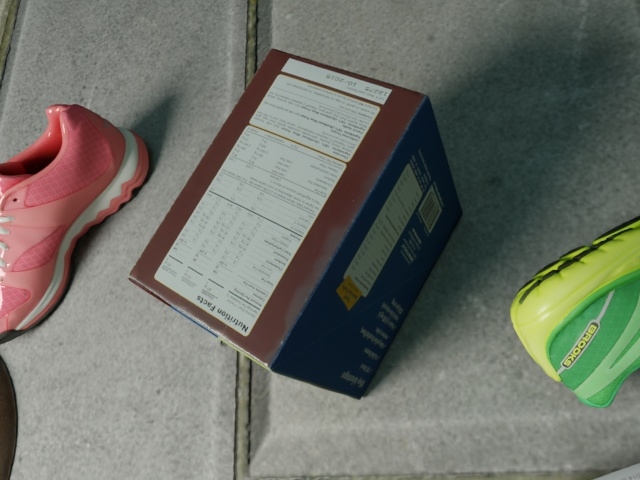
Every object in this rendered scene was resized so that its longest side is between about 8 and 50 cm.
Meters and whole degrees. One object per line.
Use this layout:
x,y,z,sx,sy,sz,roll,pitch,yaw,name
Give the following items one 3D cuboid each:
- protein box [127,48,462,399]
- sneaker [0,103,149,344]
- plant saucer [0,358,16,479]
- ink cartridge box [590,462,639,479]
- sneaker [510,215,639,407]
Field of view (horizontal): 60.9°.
0.000,0.000,0.446,0.136,0.200,0.201,26,81,28,protein box
-0.343,-0.026,0.626,0.116,0.136,0.313,30,83,29,sneaker
-0.490,0.253,0.626,0.311,0.050,0.310,-7,68,17,plant saucer
0.242,0.215,0.236,0.186,0.311,0.065,-26,104,10,ink cartridge box
0.290,0.024,0.395,0.296,0.109,0.123,-28,85,7,sneaker
